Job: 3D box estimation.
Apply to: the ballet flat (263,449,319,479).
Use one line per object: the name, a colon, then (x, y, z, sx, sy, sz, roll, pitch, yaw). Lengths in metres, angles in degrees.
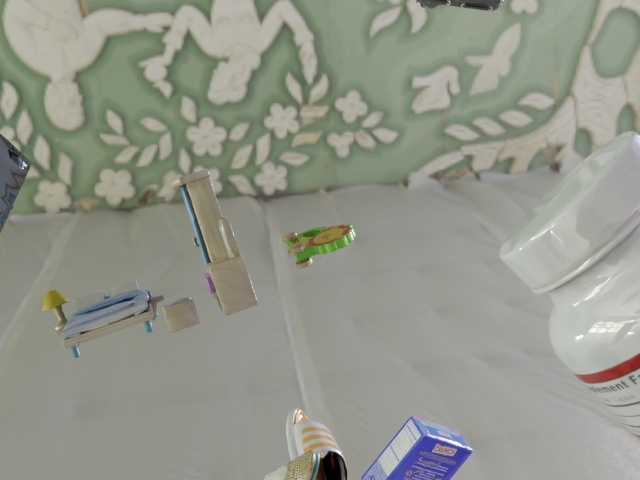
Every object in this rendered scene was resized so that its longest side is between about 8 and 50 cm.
ballet flat: (-0.057, 0.369, 1.105, 0.067, 0.206, 0.073, 16, -150, -2)

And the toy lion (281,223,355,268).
toy lion: (0.000, 0.000, 1.119, 0.096, 0.034, 0.100, -24, -161, -7)

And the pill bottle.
pill bottle: (0.374, 0.100, 0.744, 0.408, 0.229, 0.229, 46, -151, 2)

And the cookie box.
cookie box: (0.118, 0.274, 0.954, 0.092, 0.107, 0.040, 27, -164, -34)

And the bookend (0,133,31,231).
bookend: (-0.196, 0.026, 0.267, 0.157, 0.072, 0.156, -33, -149, 15)

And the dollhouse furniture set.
dollhouse furniture set: (-0.277, 0.037, 1.131, 0.303, 0.198, 0.286, -19, -176, -10)

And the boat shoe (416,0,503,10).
boat shoe: (0.190, -0.413, 1.277, 0.228, 0.076, 0.080, 5, -126, 7)

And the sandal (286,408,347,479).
sandal: (0.008, 0.370, 1.226, 0.076, 0.102, 0.265, -28, -144, 11)
